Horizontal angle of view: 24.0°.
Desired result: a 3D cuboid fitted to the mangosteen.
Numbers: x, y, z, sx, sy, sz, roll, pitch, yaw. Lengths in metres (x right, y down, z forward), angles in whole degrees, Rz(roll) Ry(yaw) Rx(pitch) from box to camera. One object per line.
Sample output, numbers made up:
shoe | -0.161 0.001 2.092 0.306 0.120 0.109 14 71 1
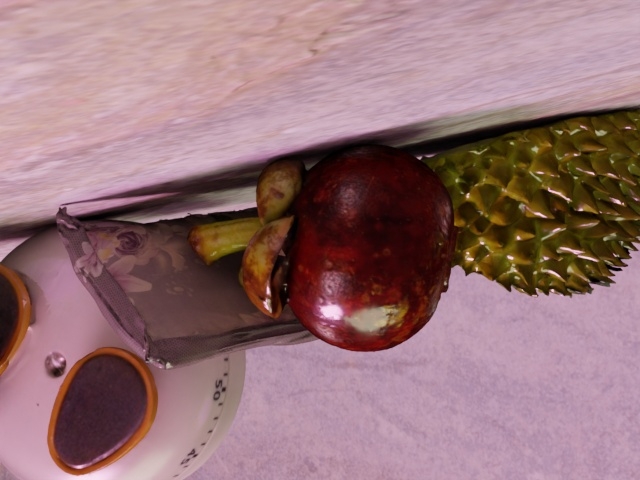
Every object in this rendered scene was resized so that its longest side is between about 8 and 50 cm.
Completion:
mangosteen | 0.009 -0.008 1.060 0.181 0.145 0.156 30 -176 7

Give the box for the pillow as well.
pillow | -0.072 0.030 1.131 0.255 0.169 0.059 -7 140 -45

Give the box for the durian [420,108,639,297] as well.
durian | 0.187 -0.053 1.234 0.352 0.158 0.169 -8 -149 -42

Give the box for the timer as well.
timer | -0.166 0.094 1.232 0.234 0.233 0.240 -12 174 21
